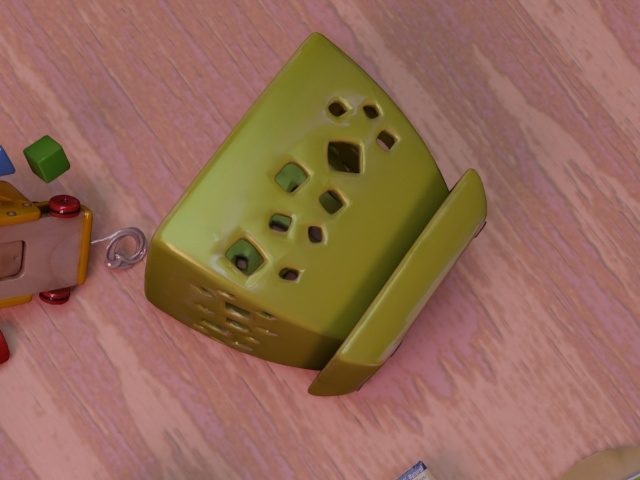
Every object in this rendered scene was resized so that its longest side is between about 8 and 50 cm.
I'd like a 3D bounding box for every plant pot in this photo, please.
[{"bbox_3d":[0.000,0.000,1.301,0.207,0.228,0.227,36,74,2],"label":"plant pot"}]

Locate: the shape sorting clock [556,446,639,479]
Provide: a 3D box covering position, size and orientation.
[{"bbox_3d":[0.275,0.276,1.309,0.206,0.040,0.206,0,68,0],"label":"shape sorting clock"}]

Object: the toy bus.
[{"bbox_3d":[-0.286,-0.002,1.345,0.191,0.202,0.104,-47,49,-8],"label":"toy bus"}]

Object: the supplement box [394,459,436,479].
[{"bbox_3d":[0.076,0.246,1.304,0.083,0.056,0.083,-36,77,-12],"label":"supplement box"}]
